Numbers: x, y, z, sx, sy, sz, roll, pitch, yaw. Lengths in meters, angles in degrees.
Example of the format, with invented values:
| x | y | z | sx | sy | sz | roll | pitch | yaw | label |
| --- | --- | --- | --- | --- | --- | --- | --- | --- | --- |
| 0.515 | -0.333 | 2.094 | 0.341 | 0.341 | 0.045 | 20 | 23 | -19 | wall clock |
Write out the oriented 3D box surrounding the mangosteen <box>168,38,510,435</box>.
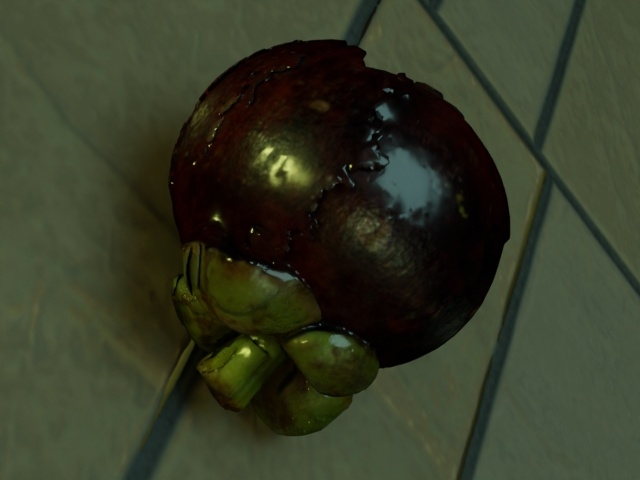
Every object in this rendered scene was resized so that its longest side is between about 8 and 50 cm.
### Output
| x | y | z | sx | sy | sz | roll | pitch | yaw | label |
| --- | --- | --- | --- | --- | --- | --- | --- | --- | --- |
| 0.000 | 0.000 | 0.617 | 0.166 | 0.166 | 0.180 | 38 | 72 | -34 | mangosteen |
